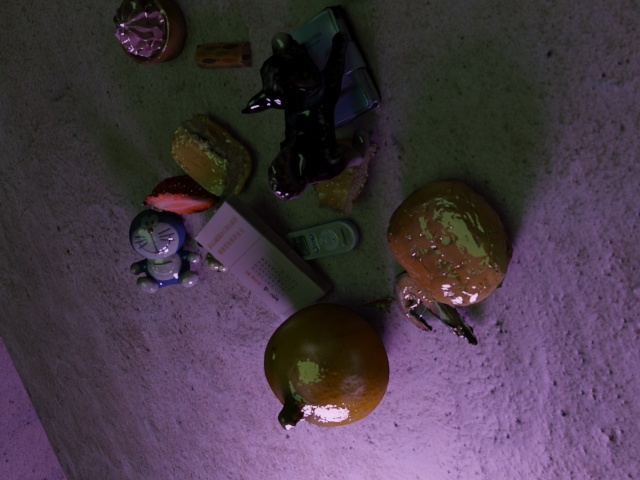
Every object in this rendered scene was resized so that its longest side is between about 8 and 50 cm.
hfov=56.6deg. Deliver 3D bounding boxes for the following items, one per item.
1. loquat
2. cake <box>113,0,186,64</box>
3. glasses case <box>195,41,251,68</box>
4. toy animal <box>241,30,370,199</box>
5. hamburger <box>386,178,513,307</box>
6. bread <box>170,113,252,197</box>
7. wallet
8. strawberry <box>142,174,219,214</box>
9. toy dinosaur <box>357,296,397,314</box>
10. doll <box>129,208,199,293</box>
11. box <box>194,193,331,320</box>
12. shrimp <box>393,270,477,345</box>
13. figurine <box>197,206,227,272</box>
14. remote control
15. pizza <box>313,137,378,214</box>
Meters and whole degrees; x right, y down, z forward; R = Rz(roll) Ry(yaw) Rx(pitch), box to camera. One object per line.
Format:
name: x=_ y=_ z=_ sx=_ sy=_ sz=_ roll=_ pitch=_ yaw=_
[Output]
loquat: x=0.000 y=0.333 z=1.520 sx=0.328 sy=0.359 sz=0.329 roll=24 pitch=137 yaw=24
cake: x=-0.494 y=-0.580 z=1.639 sx=0.207 sy=0.178 sz=0.185 roll=-6 pitch=104 yaw=40
glasses case: x=-0.261 y=-0.493 z=1.589 sx=0.169 sy=0.041 sz=0.065 roll=10 pitch=112 yaw=33
toy animal: x=-0.042 y=-0.267 z=1.261 sx=0.194 sy=0.302 sz=0.345 roll=-6 pitch=108 yaw=35
hamburger: x=0.287 y=0.009 z=1.321 sx=0.283 sy=0.144 sz=0.259 roll=45 pitch=124 yaw=7
bread: x=-0.307 y=-0.234 z=1.668 sx=0.245 sy=0.121 sz=0.174 roll=38 pitch=134 yaw=14
wallet: x=0.027 y=-0.400 z=1.397 sx=0.176 sy=0.075 sz=0.251 roll=-20 pitch=96 yaw=43
strawberry: x=-0.408 y=-0.148 z=1.777 sx=0.235 sy=0.175 sz=0.107 roll=0 pitch=75 yaw=2
toy dinosaur: x=0.152 y=0.175 z=1.551 sx=0.113 sy=0.026 sz=0.041 roll=-20 pitch=88 yaw=30
doll: x=-0.503 y=0.025 z=1.892 sx=0.228 sy=0.154 sz=0.259 roll=-10 pitch=111 yaw=4
box: x=-0.164 y=0.057 z=1.648 sx=0.365 sy=0.051 sz=0.204 roll=44 pitch=132 yaw=-6
shrimp: x=0.276 y=0.177 z=1.455 sx=0.251 sy=0.052 sz=0.144 roll=47 pitch=138 yaw=22
figurine: x=-0.296 y=-0.001 z=1.766 sx=0.147 sy=0.093 sz=0.197 roll=3 pitch=109 yaw=14
remote control: x=0.000 y=0.000 z=1.584 sx=0.244 sy=0.047 sz=0.087 roll=-12 pitch=103 yaw=38
pizza: x=0.042 y=-0.165 z=1.479 sx=0.204 sy=0.080 sz=0.188 roll=19 pitch=95 yaw=40
